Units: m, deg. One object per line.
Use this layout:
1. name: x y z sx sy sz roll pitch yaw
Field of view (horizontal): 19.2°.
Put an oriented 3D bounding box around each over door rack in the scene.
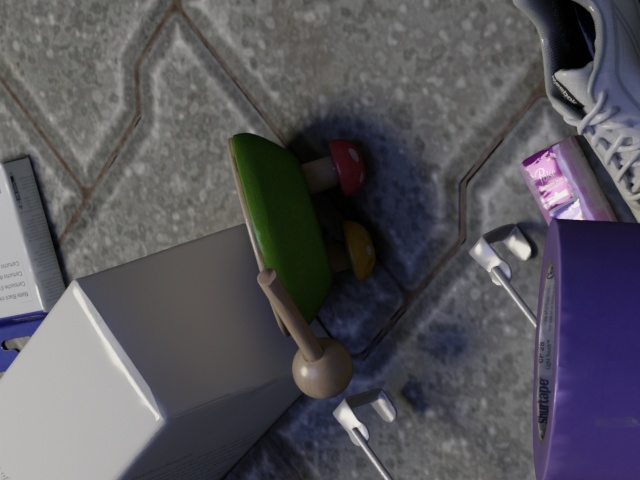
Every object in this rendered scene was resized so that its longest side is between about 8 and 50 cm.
1. over door rack: 0.133 0.183 1.513 0.239 0.108 0.324 -52 51 32

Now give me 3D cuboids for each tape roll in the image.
1. tape roll: 0.195 0.080 1.317 0.080 0.189 0.189 3 110 1

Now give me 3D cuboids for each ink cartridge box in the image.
1. ink cartridge box: -0.363 0.037 2.027 0.223 0.045 0.224 -13 96 44

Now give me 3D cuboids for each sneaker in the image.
1. sneaker: 0.229 -0.090 1.399 0.110 0.118 0.292 -28 86 42

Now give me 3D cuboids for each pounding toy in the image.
1. pounding toy: 0.000 0.000 1.632 0.237 0.110 0.183 -105 -2 -46

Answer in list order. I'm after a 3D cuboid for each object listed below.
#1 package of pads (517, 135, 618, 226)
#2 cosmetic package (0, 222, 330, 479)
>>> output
1. package of pads: 0.197 -0.037 1.502 0.050 0.032 0.083 -31 83 41
2. cosmetic package: -0.209 0.196 1.813 0.161 0.230 0.453 55 131 15
